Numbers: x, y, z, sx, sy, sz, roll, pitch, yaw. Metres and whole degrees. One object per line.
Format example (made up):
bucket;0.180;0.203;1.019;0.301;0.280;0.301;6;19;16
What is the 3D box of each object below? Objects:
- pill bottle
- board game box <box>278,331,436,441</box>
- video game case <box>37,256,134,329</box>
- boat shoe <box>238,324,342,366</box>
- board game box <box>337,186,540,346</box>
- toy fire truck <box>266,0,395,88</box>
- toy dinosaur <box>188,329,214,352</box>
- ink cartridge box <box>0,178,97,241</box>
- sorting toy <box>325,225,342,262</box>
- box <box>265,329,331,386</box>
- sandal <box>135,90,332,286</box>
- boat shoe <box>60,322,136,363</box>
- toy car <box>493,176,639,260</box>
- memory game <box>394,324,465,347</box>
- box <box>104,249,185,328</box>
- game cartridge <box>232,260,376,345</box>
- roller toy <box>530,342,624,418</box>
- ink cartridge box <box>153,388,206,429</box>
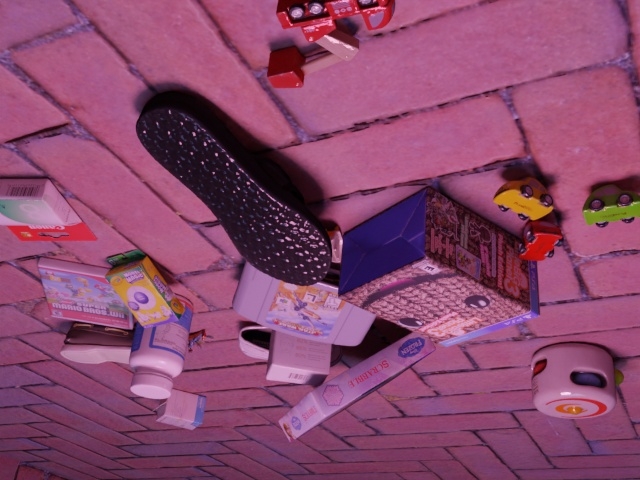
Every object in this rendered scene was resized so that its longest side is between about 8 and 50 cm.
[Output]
pill bottle;-0.368;0.241;1.704;0.124;0.222;0.124;5;150;3
board game box;0.079;0.345;1.761;0.317;0.066;0.319;-26;165;-25
video game case;-0.539;0.130;1.741;0.203;0.025;0.285;11;149;-8
boat shoe;-0.075;0.256;1.804;0.257;0.095;0.084;3;154;3
board game box;0.217;0.061;1.370;0.291;0.141;0.232;26;145;-29
toy fire truck;0.008;-0.264;0.945;0.191;0.047;0.135;-6;148;18
toy dinosaur;-0.321;0.252;1.899;0.090;0.047;0.082;22;129;-6
ink cartridge box;-0.559;-0.037;1.433;0.180;0.056;0.225;0;148;10
sorting toy;0.000;0.000;1.409;0.075;0.045;0.083;6;151;16
box;-0.045;0.226;1.670;0.130;0.171;0.091;11;148;-8
sandal;-0.112;-0.087;1.239;0.167;0.107;0.446;-14;132;32
boat shoe;-0.503;0.260;1.892;0.304;0.091;0.109;2;148;6
toy car;0.417;-0.050;1.232;0.224;0.053;0.239;-10;147;24
memory game;0.266;0.212;1.748;0.186;0.012;0.186;5;149;3
box;-0.381;0.104;1.596;0.105;0.043;0.179;-16;117;28
game cartridge;-0.029;0.128;1.558;0.297;0.062;0.198;16;132;-7
roller toy;0.600;0.344;1.780;0.209;0.146;0.191;-17;143;34
ink cartridge box;-0.445;0.526;2.337;0.143;0.090;0.092;21;147;-22
